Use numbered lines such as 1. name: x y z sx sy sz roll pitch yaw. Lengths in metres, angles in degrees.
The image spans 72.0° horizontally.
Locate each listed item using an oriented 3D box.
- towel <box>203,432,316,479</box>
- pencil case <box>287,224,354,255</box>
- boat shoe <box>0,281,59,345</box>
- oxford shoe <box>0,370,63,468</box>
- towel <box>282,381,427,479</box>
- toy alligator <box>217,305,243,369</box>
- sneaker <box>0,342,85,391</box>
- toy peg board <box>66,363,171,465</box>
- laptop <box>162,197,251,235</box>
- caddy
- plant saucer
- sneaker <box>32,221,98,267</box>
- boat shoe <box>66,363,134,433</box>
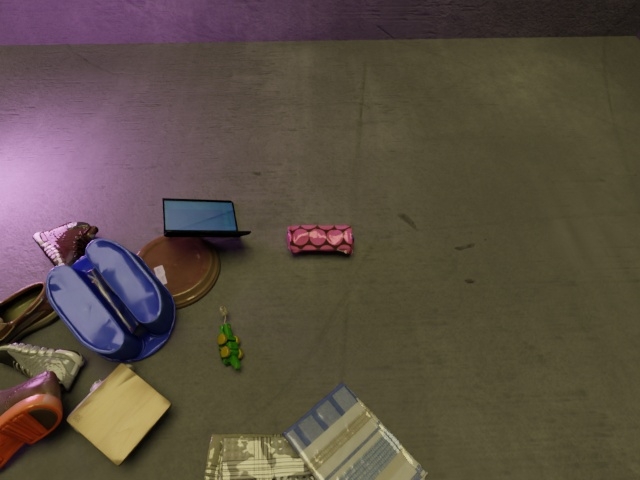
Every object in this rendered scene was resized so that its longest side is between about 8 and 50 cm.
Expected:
1. towel: -0.105 0.574 0.945 0.323 0.056 0.313 -1 53 -1
2. pencil case: 0.000 0.000 1.367 0.209 0.095 0.098 -1 68 1
3. boat shoe: -0.855 0.219 1.167 0.122 0.120 0.324 36 60 24
4. oxford shoe: -0.752 0.434 1.000 0.363 0.130 0.133 -29 41 -6
5. towel: 0.078 0.487 0.995 0.209 0.034 0.285 -30 63 -34
6. toy alligator: -0.256 0.268 1.183 0.051 0.056 0.190 -40 53 20
7. sneaker: -0.729 0.336 1.103 0.228 0.086 0.132 4 55 1
8. toy peg board: -0.464 0.410 1.037 0.160 0.079 0.161 34 58 10
9. laptop: -0.357 -0.077 1.349 0.234 0.264 0.137 -1 87 -22
10. caddy: -0.549 0.161 1.174 0.241 0.179 0.341 -40 80 -17
11. plant saucer: -0.444 0.080 1.330 0.277 0.041 0.278 1 53 -1
12. sneaker: -0.731 0.024 1.331 0.281 0.107 0.162 37 58 25
13. boat shoe: -0.544 0.380 1.090 0.063 0.066 0.184 26 66 17
